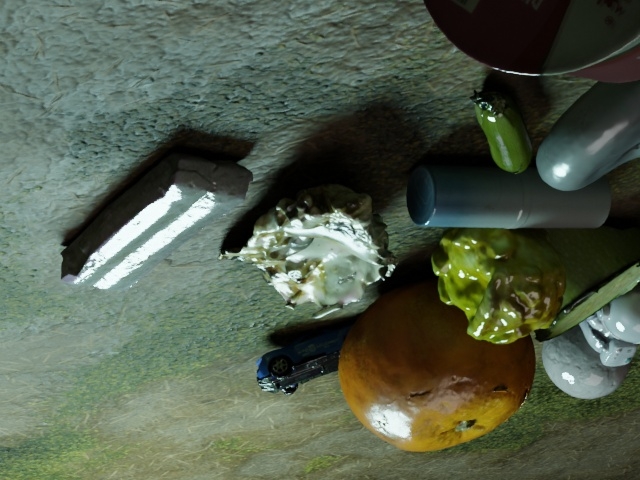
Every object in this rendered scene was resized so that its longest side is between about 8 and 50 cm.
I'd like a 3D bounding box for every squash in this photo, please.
[{"bbox_3d":[0.372,0.041,1.984,0.220,0.133,0.220,-24,159,-9],"label":"squash"},{"bbox_3d":[0.204,-0.126,1.565,0.052,0.052,0.183,-16,155,13],"label":"squash"}]

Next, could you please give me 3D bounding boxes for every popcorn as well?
[{"bbox_3d":[0.238,0.041,1.810,0.156,0.197,0.197,-21,160,-15],"label":"popcorn"}]

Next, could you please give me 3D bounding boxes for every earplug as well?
[{"bbox_3d":[0.387,-0.122,1.489,0.326,0.175,0.214,-6,163,-9],"label":"earplug"}]

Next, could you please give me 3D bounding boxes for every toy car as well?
[{"bbox_3d":[0.001,0.173,2.151,0.216,0.063,0.103,-21,157,-2],"label":"toy car"}]

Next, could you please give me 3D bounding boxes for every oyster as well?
[{"bbox_3d":[0.003,-0.002,1.729,0.201,0.107,0.354,20,160,-16],"label":"oyster"}]

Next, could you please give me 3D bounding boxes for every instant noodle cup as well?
[{"bbox_3d":[0.218,-0.232,1.131,0.235,0.234,0.178,-23,164,28],"label":"instant noodle cup"}]

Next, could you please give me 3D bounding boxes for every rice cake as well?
[{"bbox_3d":[-0.203,-0.017,1.646,0.106,0.050,0.298,9,151,-37],"label":"rice cake"}]

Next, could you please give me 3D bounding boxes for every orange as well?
[{"bbox_3d":[0.168,0.177,2.018,0.284,0.226,0.284,-14,152,-8],"label":"orange"}]

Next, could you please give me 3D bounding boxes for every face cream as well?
[{"bbox_3d":[0.231,-0.053,1.706,0.250,0.077,0.077,0,155,-25],"label":"face cream"}]

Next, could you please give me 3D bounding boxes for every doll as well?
[{"bbox_3d":[0.448,0.143,2.171,0.151,0.151,0.287,-2,152,-19],"label":"doll"}]
